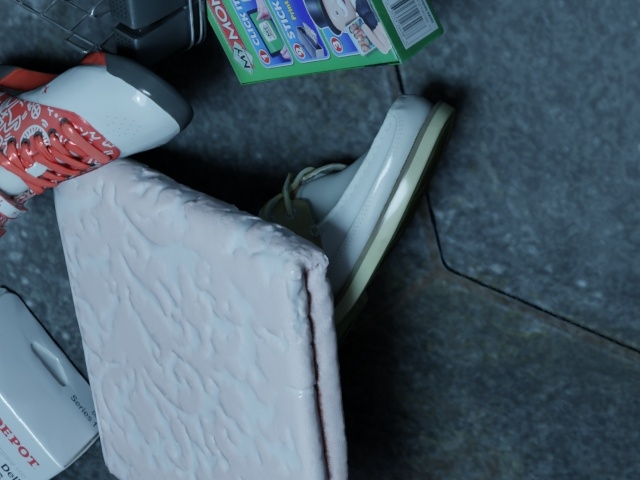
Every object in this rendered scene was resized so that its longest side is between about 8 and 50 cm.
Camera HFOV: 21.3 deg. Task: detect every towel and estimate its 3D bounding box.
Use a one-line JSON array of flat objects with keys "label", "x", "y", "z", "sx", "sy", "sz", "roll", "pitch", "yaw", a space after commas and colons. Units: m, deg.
[{"label": "towel", "x": -0.090, "y": 0.099, "z": 1.336, "sx": 0.332, "sy": 0.053, "sz": 0.317, "roll": 23, "pitch": 129, "yaw": 47}]

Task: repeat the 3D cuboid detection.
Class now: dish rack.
[{"label": "dish rack", "x": -0.212, "y": -0.251, "z": 1.252, "sx": 0.271, "sy": 0.074, "sz": 0.208, "roll": 30, "pitch": 144, "yaw": 26}]

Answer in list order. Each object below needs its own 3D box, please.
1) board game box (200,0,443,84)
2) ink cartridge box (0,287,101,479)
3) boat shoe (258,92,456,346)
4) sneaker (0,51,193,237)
[{"label": "board game box", "x": -0.058, "y": -0.261, "z": 1.160, "sx": 0.213, "sy": 0.046, "sz": 0.317, "roll": 3, "pitch": 124, "yaw": 59}, {"label": "ink cartridge box", "x": -0.320, "y": 0.167, "z": 1.534, "sx": 0.219, "sy": 0.092, "sz": 0.160, "roll": -35, "pitch": 97, "yaw": 34}, {"label": "boat shoe", "x": 0.000, "y": 0.000, "z": 1.288, "sx": 0.103, "sy": 0.113, "sz": 0.302, "roll": 33, "pitch": 127, "yaw": 5}, {"label": "sneaker", "x": -0.210, "y": -0.060, "z": 1.286, "sx": 0.270, "sy": 0.145, "sz": 0.090, "roll": 5, "pitch": 148, "yaw": 50}]
